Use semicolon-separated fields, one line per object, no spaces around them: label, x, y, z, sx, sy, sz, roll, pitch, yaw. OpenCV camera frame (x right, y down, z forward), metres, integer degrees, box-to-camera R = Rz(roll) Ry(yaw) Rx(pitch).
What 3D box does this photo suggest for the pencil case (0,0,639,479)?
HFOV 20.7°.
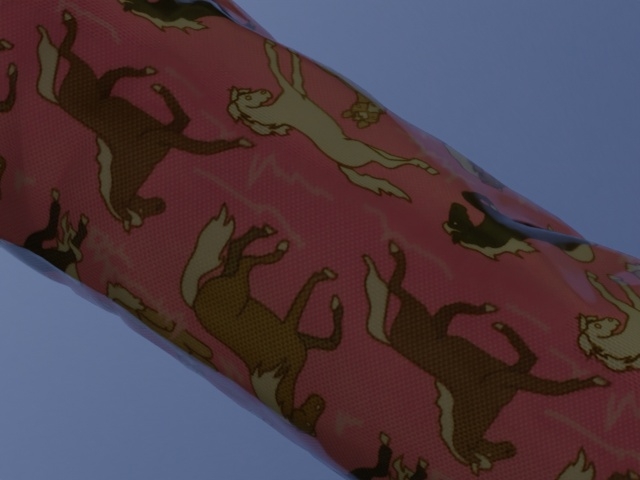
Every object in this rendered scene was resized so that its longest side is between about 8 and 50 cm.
pencil case;0.000;0.000;0.736;0.386;0.167;0.160;32;-97;10
